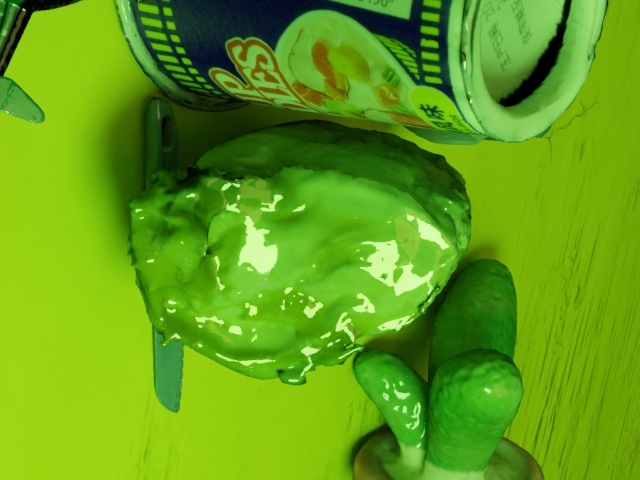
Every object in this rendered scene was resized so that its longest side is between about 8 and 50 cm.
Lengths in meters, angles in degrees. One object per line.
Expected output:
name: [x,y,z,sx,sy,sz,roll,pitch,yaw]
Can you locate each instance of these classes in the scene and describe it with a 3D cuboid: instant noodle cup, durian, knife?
instant noodle cup: [0.043,-0.206,1.054,0.284,0.312,0.284,-26,125,-43]
durian: [0.000,0.000,1.160,0.340,0.256,0.204,-43,138,-73]
knife: [-0.134,0.021,1.188,0.044,0.019,0.313,-27,128,-45]

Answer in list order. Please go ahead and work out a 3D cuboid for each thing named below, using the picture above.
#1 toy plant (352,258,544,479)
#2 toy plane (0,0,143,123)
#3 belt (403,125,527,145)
toy plant: [0.143,0.229,1.494,0.317,0.211,0.356,-66,158,-70]
toy plane: [-0.193,-0.204,0.938,0.155,0.106,0.381,25,89,-36]
belt: [0.148,-0.227,1.339,0.325,0.122,0.260,40,68,-54]
